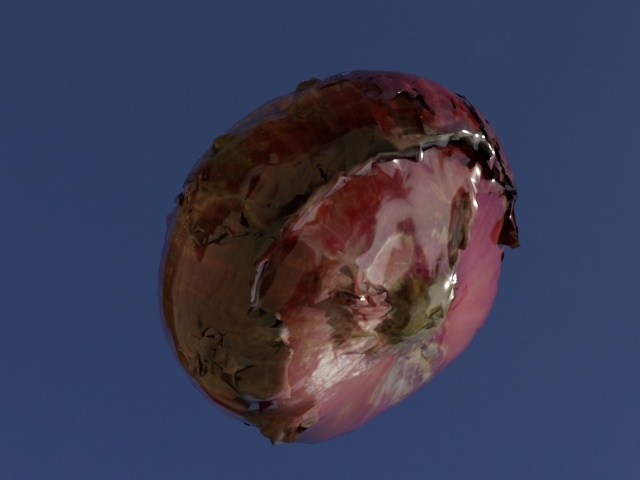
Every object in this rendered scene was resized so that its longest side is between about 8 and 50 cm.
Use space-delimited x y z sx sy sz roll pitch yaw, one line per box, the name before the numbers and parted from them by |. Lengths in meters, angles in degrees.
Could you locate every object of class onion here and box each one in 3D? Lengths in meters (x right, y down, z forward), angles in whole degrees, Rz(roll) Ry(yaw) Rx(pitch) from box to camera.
onion | 0.000 0.000 0.738 0.147 0.184 0.184 42 -42 47
